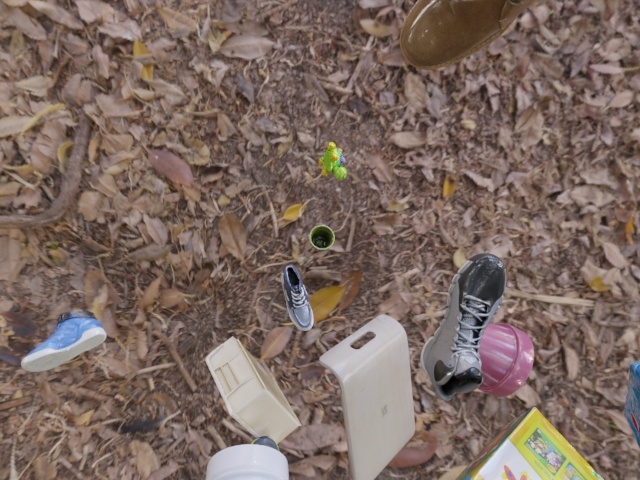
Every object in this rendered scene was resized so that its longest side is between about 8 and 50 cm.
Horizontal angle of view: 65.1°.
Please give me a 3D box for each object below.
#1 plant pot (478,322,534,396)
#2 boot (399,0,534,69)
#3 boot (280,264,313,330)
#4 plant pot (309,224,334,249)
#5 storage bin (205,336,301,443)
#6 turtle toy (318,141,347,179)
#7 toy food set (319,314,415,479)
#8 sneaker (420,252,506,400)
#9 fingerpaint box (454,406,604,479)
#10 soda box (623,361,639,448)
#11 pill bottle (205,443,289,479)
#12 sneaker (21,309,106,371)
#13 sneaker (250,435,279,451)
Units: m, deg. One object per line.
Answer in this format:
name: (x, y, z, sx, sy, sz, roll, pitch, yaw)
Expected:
plant pot: (0.442, 0.303, 1.374, 0.180, 0.201, 0.202, 26, 76, -15)
boot: (0.210, -0.301, 0.564, 0.112, 0.305, 0.115, 54, 33, -9)
boot: (-0.069, 0.164, 1.438, 0.069, 0.086, 0.190, -20, 77, -12)
plant pot: (0.000, 0.000, 1.680, 0.083, 0.079, 0.084, 2, 74, -7)
storage bin: (-0.211, 0.469, 1.559, 0.123, 0.260, 0.262, -37, 131, -8)
turtle toy: (0.047, -0.252, 1.642, 0.066, 0.095, 0.130, 6, 51, -27)
toy food set: (0.090, 0.331, 1.010, 0.219, 0.092, 0.307, -22, 110, -47)
sneaker: (0.225, 0.141, 0.738, 0.086, 0.132, 0.229, 16, 111, -5)
fingerpaint box: (0.496, 0.666, 1.079, 0.371, 0.163, 0.445, -28, 65, -35)
soda box: (0.454, 0.225, 0.661, 0.067, 0.210, 0.071, -18, 49, 15)
pill bottle: (-0.106, 0.464, 0.731, 0.161, 0.161, 0.283, 7, 36, -12)
sneaker: (-0.509, 0.190, 0.982, 0.152, 0.058, 0.085, -26, 57, -27)
sneaker: (-0.155, 0.710, 1.414, 0.110, 0.121, 0.300, 1, 84, -17)
